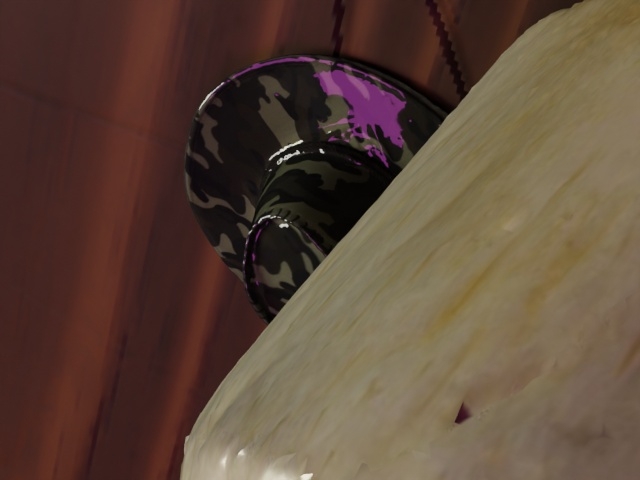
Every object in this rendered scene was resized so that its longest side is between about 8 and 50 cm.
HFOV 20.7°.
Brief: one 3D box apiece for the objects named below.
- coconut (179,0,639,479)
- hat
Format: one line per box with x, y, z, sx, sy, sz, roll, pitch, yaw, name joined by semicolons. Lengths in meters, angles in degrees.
0.123;0.072;0.441;0.328;0.329;0.329;11;129;14;coconut
0.000;0.000;0.574;0.121;0.050;0.121;12;127;16;hat
